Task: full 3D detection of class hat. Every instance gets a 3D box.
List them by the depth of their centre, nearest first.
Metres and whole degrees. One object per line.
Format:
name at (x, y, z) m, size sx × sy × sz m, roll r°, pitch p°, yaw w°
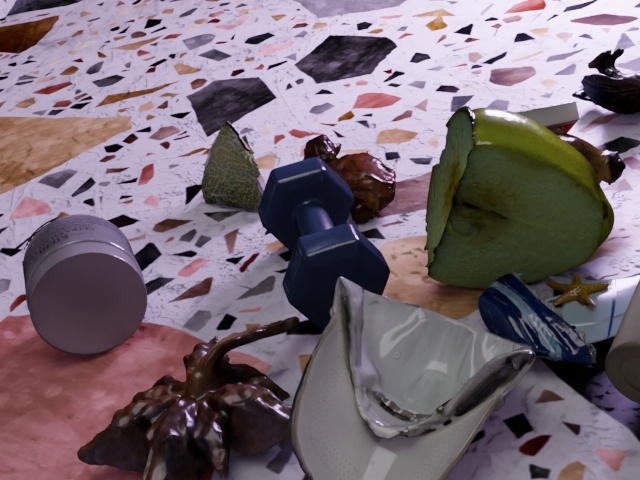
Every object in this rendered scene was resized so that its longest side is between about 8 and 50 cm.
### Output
hat at (0.106, 0.201, 1.318) m, size 0.257 × 0.168 × 0.301 m, roll 21°, pitch 67°, yaw 21°

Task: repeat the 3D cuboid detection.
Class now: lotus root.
lotus root at (0.343, -0.098, 1.691) m, size 0.260 × 0.128 × 0.145 m, roll -11°, pitch 44°, yaw 15°

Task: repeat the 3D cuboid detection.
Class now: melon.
melon at (-0.155, -0.109, 1.975) m, size 0.139 × 0.093 × 0.203 m, roll -36°, pitch 59°, yaw 14°

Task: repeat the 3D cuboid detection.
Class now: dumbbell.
dumbbell at (0.000, 0.000, 1.656) m, size 0.143 × 0.156 × 0.316 m, roll -42°, pitch 29°, yaw 11°

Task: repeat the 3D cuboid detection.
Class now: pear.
pear at (0.290, -0.065, 1.542) m, size 0.292 × 0.292 × 0.159 m, roll -4°, pitch 41°, yaw 16°

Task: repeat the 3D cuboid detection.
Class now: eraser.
eraser at (0.333, -0.180, 1.796) m, size 0.157 × 0.038 × 0.230 m, roll -11°, pitch -5°, yaw 4°

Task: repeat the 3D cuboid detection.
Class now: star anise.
star anise at (-0.149, 0.211, 1.409) m, size 0.349 × 0.109 × 0.292 m, roll -22°, pitch 37°, yaw -15°

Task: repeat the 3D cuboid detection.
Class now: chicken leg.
chicken leg at (0.034, -0.123, 1.906) m, size 0.113 × 0.093 × 0.304 m, roll -33°, pitch 30°, yaw -10°

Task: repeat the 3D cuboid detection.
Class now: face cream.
face cream at (-0.364, 0.065, 1.662) m, size 0.177 × 0.177 × 0.153 m, roll -20°, pitch 30°, yaw -11°

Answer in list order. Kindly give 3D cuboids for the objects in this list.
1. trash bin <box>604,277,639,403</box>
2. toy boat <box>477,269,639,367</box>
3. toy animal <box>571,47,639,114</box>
trash bin at (0.490, 0.098, 1.313) m, size 0.243 × 0.121 × 0.247 m, roll 12°, pitch 41°, yaw 29°
toy boat at (0.372, 0.089, 1.466) m, size 0.290 × 0.067 × 0.220 m, roll -10°, pitch 30°, yaw -16°
toy animal at (0.554, -0.258, 1.928) m, size 0.179 × 0.116 × 0.218 m, roll 42°, pitch 27°, yaw 24°
